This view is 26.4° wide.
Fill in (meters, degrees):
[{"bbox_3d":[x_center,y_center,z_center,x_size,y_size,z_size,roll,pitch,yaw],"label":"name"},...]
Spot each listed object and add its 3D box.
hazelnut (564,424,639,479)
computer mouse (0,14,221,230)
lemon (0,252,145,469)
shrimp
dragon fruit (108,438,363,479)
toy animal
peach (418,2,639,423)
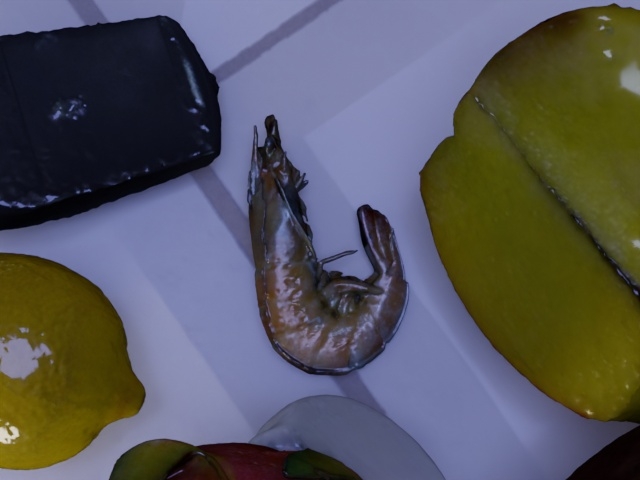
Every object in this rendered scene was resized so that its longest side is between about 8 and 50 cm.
[{"bbox_3d":[0.329,0.322,1.041,0.352,0.421,0.421,-2,82,-15],"label":"hazelnut"},{"bbox_3d":[-0.237,-0.105,1.261,0.295,0.087,0.168,-14,76,-16],"label":"computer mouse"},{"bbox_3d":[-0.267,0.102,1.179,0.244,0.187,0.187,13,82,5],"label":"lemon"},{"bbox_3d":[0.000,0.000,1.271,0.143,0.052,0.251,-13,90,-14],"label":"shrimp"},{"bbox_3d":[-0.077,0.279,0.940,0.290,0.189,0.291,0,88,13],"label":"dragon fruit"},{"bbox_3d":[-0.050,0.306,1.154,0.196,0.241,0.367,42,97,12],"label":"toy animal"},{"bbox_3d":[0.297,-0.007,1.183,0.306,0.242,0.380,-36,70,-27],"label":"peach"}]
